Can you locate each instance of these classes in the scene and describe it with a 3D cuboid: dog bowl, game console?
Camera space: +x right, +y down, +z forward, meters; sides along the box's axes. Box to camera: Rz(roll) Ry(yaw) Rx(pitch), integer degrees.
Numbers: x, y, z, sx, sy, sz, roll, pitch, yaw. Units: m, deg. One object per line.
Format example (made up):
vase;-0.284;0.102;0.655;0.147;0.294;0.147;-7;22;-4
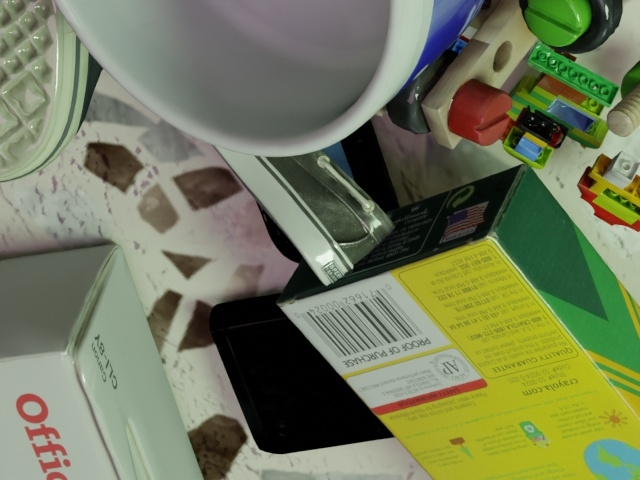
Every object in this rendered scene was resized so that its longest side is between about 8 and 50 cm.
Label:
dog bowl;-0.038;-0.184;1.011;0.265;0.104;0.265;23;133;27
game console;0.000;0.000;1.378;0.213;0.044;0.361;-11;119;16

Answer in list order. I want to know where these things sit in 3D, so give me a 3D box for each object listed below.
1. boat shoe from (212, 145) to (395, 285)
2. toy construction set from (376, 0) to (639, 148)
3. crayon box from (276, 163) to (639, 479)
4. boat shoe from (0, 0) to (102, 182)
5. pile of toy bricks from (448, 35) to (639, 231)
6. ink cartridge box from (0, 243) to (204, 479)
boat shoe;-0.035;-0.072;1.272;0.070;0.078;0.219;-38;79;-2
toy construction set;0.086;-0.209;1.146;0.309;0.237;0.257;-5;117;43
crayon box;0.145;0.107;1.317;0.202;0.081;0.318;-19;120;42
boat shoe;-0.185;-0.287;1.166;0.186;0.156;0.500;10;108;8
pile of toy bricks;0.154;-0.096;1.262;0.212;0.118;0.105;31;162;-2
ink cartridge box;-0.307;0.178;1.476;0.384;0.160;0.279;-8;121;15
